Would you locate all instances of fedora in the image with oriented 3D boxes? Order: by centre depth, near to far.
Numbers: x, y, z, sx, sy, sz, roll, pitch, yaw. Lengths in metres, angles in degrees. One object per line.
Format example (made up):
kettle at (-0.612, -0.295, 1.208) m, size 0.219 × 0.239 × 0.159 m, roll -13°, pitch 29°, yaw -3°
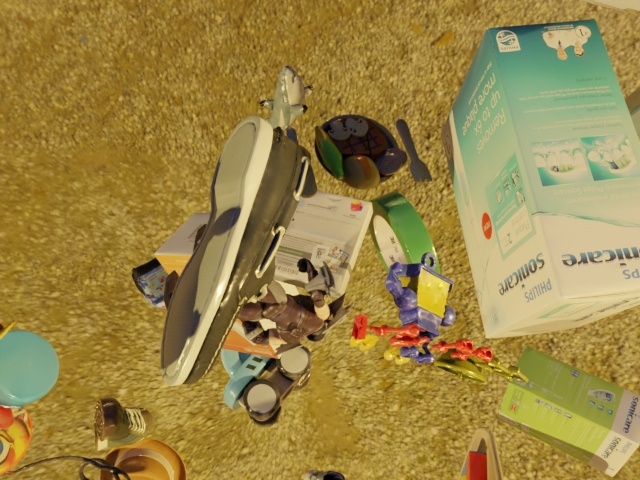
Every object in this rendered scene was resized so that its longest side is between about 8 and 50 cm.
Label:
fedora at (-0.398, 0.537, 1.169) m, size 0.194 × 0.079 × 0.194 m, roll 0°, pitch 90°, yaw -7°

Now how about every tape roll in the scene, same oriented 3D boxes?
tape roll at (0.240, 0.016, 1.566) m, size 0.077 × 0.321 × 0.321 m, roll -23°, pitch 78°, yaw -9°

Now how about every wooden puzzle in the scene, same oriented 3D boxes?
wooden puzzle at (0.377, 0.686, 1.270) m, size 0.080 × 0.322 × 0.348 m, roll 4°, pitch 33°, yaw -1°

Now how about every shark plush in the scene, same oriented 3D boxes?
shark plush at (-0.074, -0.232, 0.919) m, size 0.067 × 0.161 × 0.073 m, roll 29°, pitch 57°, yaw -19°

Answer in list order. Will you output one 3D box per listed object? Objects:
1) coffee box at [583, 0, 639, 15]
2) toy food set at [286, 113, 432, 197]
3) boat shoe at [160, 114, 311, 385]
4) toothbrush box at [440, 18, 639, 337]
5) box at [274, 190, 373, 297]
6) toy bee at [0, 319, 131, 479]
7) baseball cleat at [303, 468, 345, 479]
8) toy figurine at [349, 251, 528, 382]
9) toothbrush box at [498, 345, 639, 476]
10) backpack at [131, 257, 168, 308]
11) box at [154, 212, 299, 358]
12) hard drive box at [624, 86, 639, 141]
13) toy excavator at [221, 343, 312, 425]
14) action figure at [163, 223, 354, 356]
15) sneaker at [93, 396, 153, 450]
coffee box at (0.395, -0.307, 0.510) m, size 0.246 × 0.098 × 0.141 m, roll -32°, pitch 49°, yaw -18°
toy food set at (0.055, -0.127, 0.725) m, size 0.192 × 0.038 × 0.132 m, roll -9°, pitch 65°, yaw -17°
boat shoe at (-0.086, 0.016, 0.579) m, size 0.091 × 0.114 × 0.303 m, roll 24°, pitch 83°, yaw -34°
toothbrush box at (0.245, -0.055, 0.598) m, size 0.126 × 0.216 × 0.296 m, roll -7°, pitch 72°, yaw -3°
box at (0.000, 0.000, 0.968) m, size 0.145 × 0.038 × 0.186 m, roll 14°, pitch 67°, yaw 16°
toy bee at (-0.306, 0.147, 0.457) m, size 0.298 × 0.162 × 0.195 m, roll 35°, pitch 113°, yaw 8°
baseball cleat at (0.040, 0.701, 1.510) m, size 0.109 × 0.206 × 0.072 m, roll -12°, pitch 59°, yaw 31°
toy figurine at (0.236, 0.128, 1.011) m, size 0.362 × 0.191 × 0.217 m, roll 26°, pitch 61°, yaw -32°
toothbrush box at (0.593, 0.407, 1.259) m, size 0.283 × 0.206 × 0.122 m, roll 24°, pitch 56°, yaw 28°
backpack at (-0.485, 0.141, 1.652) m, size 0.158 × 0.117 × 0.173 m, roll -29°, pitch 123°, yaw -22°
box at (-0.213, 0.112, 1.330) m, size 0.215 × 0.345 × 0.168 m, roll 0°, pitch 40°, yaw 36°
hard drive box at (0.427, -0.095, 0.647) m, size 0.181 × 0.232 × 0.089 m, roll 43°, pitch 53°, yaw 3°
toy excavator at (-0.208, 0.289, 1.662) m, size 0.445 × 0.222 × 0.433 m, roll 37°, pitch 68°, yaw 14°
action figure at (-0.075, 0.088, 0.762) m, size 0.185 × 0.285 × 0.099 m, roll -44°, pitch 45°, yaw 19°
sneaker at (-0.307, 0.283, 0.832) m, size 0.086 × 0.192 × 0.064 m, roll -3°, pitch 62°, yaw -28°
